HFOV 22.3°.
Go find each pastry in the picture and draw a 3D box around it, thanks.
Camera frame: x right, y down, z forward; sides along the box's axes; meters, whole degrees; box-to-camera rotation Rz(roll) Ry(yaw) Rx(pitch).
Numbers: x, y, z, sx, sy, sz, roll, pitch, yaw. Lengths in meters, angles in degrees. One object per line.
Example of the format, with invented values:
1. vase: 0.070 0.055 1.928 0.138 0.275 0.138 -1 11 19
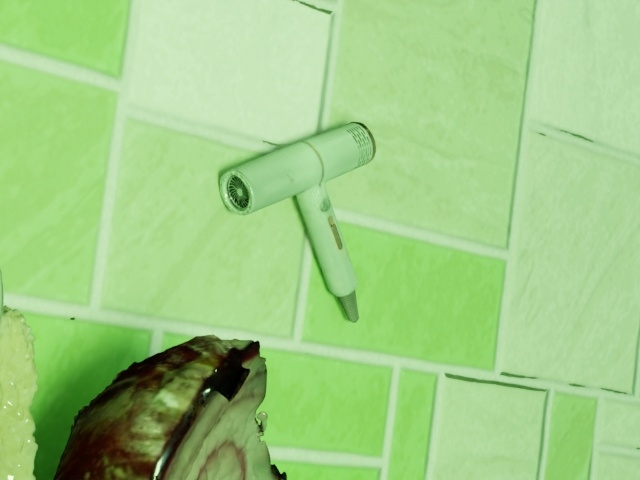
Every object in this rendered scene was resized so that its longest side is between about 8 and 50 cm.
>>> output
1. pastry: -0.245 0.160 1.111 0.089 0.121 0.258 -8 97 -39

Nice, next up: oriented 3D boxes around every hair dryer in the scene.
1. hair dryer: -0.005 0.004 1.403 0.155 0.044 0.183 -23 110 -40

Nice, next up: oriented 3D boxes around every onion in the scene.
1. onion: -0.141 0.214 1.180 0.280 0.146 0.314 -51 157 -36

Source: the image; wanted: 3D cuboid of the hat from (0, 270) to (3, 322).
1. hat: -0.275 0.099 1.012 0.168 0.258 0.301 -35 124 -44
